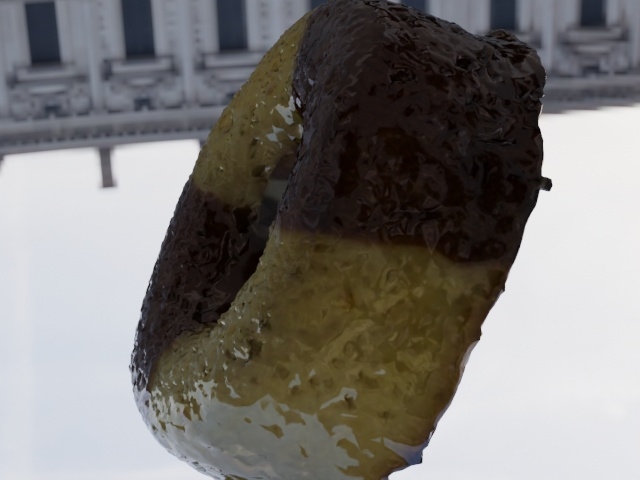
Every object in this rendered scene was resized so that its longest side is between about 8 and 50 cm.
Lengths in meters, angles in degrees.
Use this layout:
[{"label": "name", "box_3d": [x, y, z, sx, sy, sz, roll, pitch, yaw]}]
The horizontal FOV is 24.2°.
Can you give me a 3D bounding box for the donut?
[{"label": "donut", "box_3d": [0.000, 0.000, 0.499, 0.073, 0.184, 0.166, 26, -179, -23]}]
